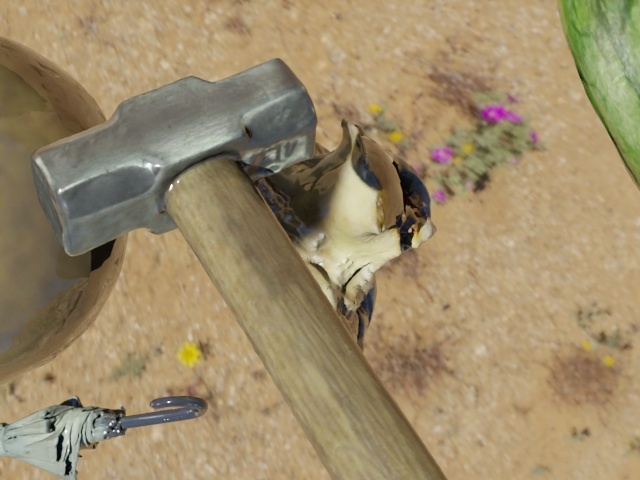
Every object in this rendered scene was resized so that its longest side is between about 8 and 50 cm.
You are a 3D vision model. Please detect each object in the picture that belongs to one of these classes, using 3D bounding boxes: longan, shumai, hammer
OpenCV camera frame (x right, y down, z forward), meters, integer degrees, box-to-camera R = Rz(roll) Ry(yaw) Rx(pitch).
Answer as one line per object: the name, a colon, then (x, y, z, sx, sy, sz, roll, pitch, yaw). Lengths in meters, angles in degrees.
longan: (-0.254, -0.018, 0.893, 0.258, 0.258, 0.258, -6, 114, -14)
shumai: (0.000, 0.000, 0.886, 0.153, 0.209, 0.161, -36, 138, 11)
hammer: (0.018, 0.076, 0.454, 0.111, 0.365, 0.043, -22, 145, -18)

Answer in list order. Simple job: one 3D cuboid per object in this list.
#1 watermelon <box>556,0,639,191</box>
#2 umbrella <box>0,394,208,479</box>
watermelon: (0.165, -0.089, 0.307, 0.204, 0.127, 0.232, 14, 97, -6)
umbrella: (-0.169, 0.107, 0.679, 0.269, 0.044, 0.044, -13, 157, 25)
